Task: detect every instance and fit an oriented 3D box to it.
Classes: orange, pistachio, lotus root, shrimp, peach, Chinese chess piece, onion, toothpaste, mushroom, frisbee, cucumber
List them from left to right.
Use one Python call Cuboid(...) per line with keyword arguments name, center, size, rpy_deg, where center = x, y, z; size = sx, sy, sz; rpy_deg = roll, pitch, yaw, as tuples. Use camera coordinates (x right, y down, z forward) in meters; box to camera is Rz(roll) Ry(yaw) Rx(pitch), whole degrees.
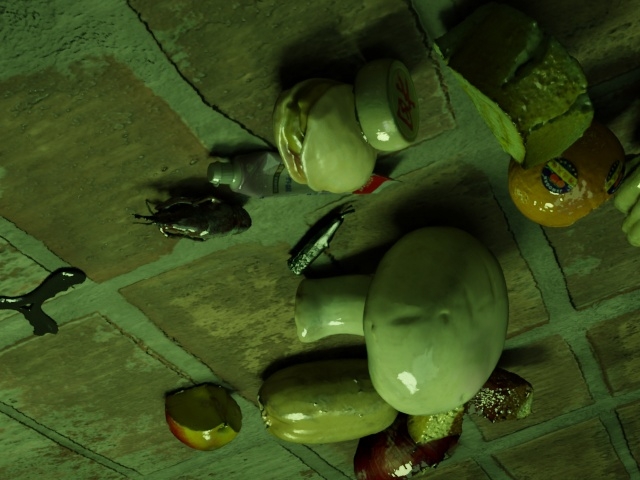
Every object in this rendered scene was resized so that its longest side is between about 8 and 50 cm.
Cuboid(name="frisbee", center=(-0.457, 0.110, 1.776), size=(0.211, 0.012, 0.187), rpy_deg=(-17, 149, 1))
Cuboid(name="shrimp", center=(-0.186, -0.033, 1.617), size=(0.190, 0.073, 0.074), rpy_deg=(-6, 106, -32))
Cuboid(name="peach", center=(-0.230, 0.347, 2.150), size=(0.151, 0.151, 0.118), rpy_deg=(18, 123, -42))
Cuboid(name="toothpaste", center=(-0.023, -0.089, 1.619), size=(0.301, 0.048, 0.075), rpy_deg=(2, 141, -30))
Cuboid(name="cucumber", center=(0.000, 0.000, 1.777), size=(0.043, 0.039, 0.163), rpy_deg=(-17, 158, -42))
Cuboid(name="pistachio", center=(0.006, -0.145, 1.484), size=(0.145, 0.117, 0.200), rpy_deg=(-51, 143, -15))
Cuboid(name="lotus root", center=(0.043, 0.307, 2.179), size=(0.343, 0.151, 0.169), rpy_deg=(-5, 134, -16))
Cuboid(name="Chinese chess piece", center=(0.088, -0.177, 1.452), size=(0.051, 0.122, 0.122), rpy_deg=(-8, 154, 26))
Cuboid(name="onion", center=(0.172, 0.415, 2.406), size=(0.272, 0.195, 0.272), rpy_deg=(-32, -179, 1))
Cuboid(name="mushroom", center=(0.156, 0.131, 1.817), size=(0.356, 0.315, 0.315), rpy_deg=(-2, 146, -21))
Cuboid(name="orange", center=(0.360, -0.103, 1.646), size=(0.177, 0.155, 0.177), rpy_deg=(-46, 171, -10))

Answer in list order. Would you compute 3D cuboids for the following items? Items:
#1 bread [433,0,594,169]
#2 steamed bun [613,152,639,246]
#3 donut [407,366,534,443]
Cuboid(name="bread", center=(0.257, -0.197, 1.443), size=(0.124, 0.186, 0.257), rpy_deg=(-38, 150, 5))
Cuboid(name="steamed bun", center=(0.570, -0.086, 1.633), size=(0.230, 0.372, 0.325), rpy_deg=(31, 129, -9))
Cuboid(name="donut", center=(0.303, 0.307, 2.313), size=(0.295, 0.151, 0.112), rpy_deg=(-6, 136, -28))
